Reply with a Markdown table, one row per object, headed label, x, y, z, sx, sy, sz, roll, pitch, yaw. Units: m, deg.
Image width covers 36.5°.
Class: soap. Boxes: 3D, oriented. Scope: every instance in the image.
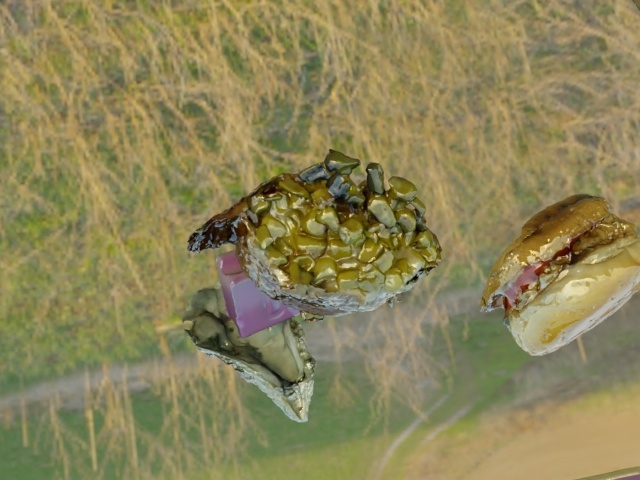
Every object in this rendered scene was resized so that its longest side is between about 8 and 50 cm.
| label | x | y | z | sx | sy | sz | roll | pitch | yaw |
| --- | --- | --- | --- | --- | --- | --- | --- | --- | --- |
| soap | -0.037 | 0.043 | 1.332 | 0.203 | 0.065 | 0.122 | -24 | 136 | -15 |

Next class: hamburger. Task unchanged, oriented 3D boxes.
| label | x | y | z | sx | sy | sz | roll | pitch | yaw |
| --- | --- | --- | --- | --- | --- | --- | --- | --- | --- |
| hamburger | 0.349 | 0.054 | 1.376 | 0.244 | 0.163 | 0.244 | -38 | 159 | -18 |

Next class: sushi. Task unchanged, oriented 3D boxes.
| label | x | y | z | sx | sy | sz | roll | pitch | yaw |
| --- | --- | --- | --- | --- | --- | --- | --- | --- | --- |
| sushi | 0.004 | -0.001 | 1.150 | 0.296 | 0.167 | 0.179 | 23 | 162 | -8 |

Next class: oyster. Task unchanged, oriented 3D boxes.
| label | x | y | z | sx | sy | sz | roll | pitch | yaw |
| --- | --- | --- | --- | --- | --- | --- | --- | --- | --- |
| oyster | -0.095 | 0.136 | 1.391 | 0.252 | 0.199 | 0.087 | 17 | 127 | 17 |

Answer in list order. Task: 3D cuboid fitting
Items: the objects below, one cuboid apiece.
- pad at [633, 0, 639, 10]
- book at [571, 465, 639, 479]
| label | x | y | z | sx | sy | sz | roll | pitch | yaw |
| --- | --- | --- | --- | --- | --- | --- | --- | --- | --- |
| pad | 0.282 | -0.275 | 0.858 | 0.055 | 0.323 | 0.250 | -16 | 178 | 30 |
| book | 0.351 | 0.401 | 1.365 | 0.231 | 0.022 | 0.162 | -16 | 120 | 12 |
